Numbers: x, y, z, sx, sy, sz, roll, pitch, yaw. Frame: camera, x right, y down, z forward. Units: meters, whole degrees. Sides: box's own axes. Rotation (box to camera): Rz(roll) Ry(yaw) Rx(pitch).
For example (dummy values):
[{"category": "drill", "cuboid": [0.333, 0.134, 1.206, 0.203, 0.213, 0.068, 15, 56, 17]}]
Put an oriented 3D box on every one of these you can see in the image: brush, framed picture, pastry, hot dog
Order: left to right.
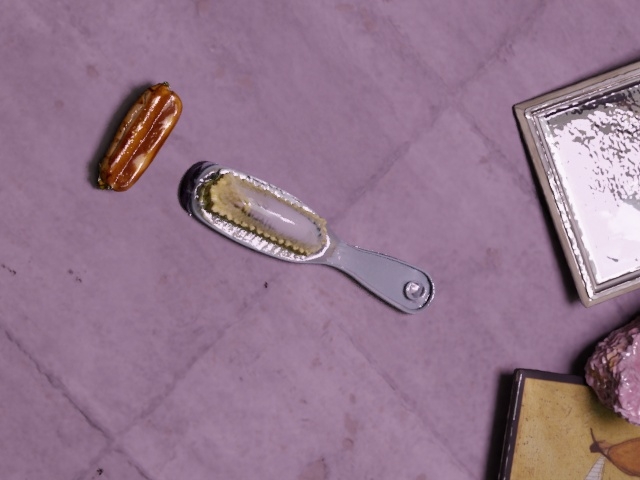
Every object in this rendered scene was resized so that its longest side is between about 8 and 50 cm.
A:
[{"category": "hot dog", "cuboid": [-0.177, -0.099, 1.820, 0.049, 0.037, 0.122, 39, 82, -31]}, {"category": "brush", "cuboid": [0.000, 0.000, 1.883, 0.297, 0.060, 0.068, 25, 80, -22]}, {"category": "framed picture", "cuboid": [0.331, 0.281, 2.043, 0.339, 0.014, 0.255, 10, 88, -28]}, {"category": "framed picture", "cuboid": [0.377, -0.084, 2.011, 0.296, 0.019, 0.232, -21, 91, -8]}, {"category": "pastry", "cuboid": [0.388, 0.103, 2.020, 0.265, 0.112, 0.103, -32, 96, -23]}]
